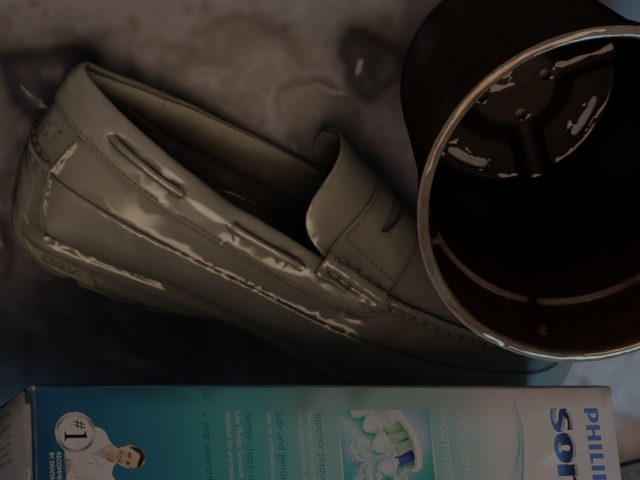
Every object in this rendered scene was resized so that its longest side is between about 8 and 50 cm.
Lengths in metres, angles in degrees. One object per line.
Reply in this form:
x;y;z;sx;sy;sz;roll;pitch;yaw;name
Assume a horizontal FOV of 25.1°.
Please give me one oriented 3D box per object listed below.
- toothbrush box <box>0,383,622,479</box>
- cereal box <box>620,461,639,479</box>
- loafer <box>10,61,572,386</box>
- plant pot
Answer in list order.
-0.026;0.148;0.723;0.295;0.216;0.126;2;74;-26;toothbrush box
0.171;0.235;0.932;0.240;0.047;0.173;-16;117;0;cereal box
0.000;0.000;0.757;0.319;0.112;0.111;18;121;-15;loafer
0.116;-0.052;0.717;0.167;0.165;0.167;-3;116;-6;plant pot
